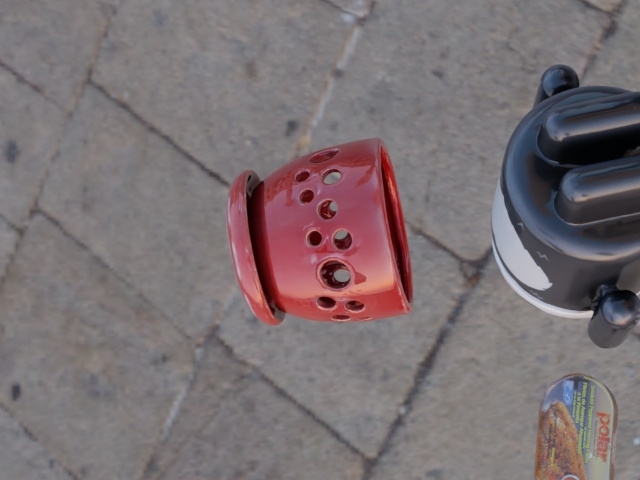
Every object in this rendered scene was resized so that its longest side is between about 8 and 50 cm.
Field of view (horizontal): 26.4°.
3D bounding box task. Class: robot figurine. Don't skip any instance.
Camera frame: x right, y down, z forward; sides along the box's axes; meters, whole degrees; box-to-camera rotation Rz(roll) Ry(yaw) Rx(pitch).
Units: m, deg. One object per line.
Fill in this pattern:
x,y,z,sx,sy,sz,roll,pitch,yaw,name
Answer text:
0.241,-0.032,1.242,0.173,0.278,0.209,26,73,11,robot figurine

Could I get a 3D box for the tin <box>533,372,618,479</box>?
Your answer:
0.350,0.277,1.859,0.106,0.040,0.190,1,79,32,tin

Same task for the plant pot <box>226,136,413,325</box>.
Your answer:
0.000,0.000,1.443,0.174,0.191,0.191,-12,80,8,plant pot
